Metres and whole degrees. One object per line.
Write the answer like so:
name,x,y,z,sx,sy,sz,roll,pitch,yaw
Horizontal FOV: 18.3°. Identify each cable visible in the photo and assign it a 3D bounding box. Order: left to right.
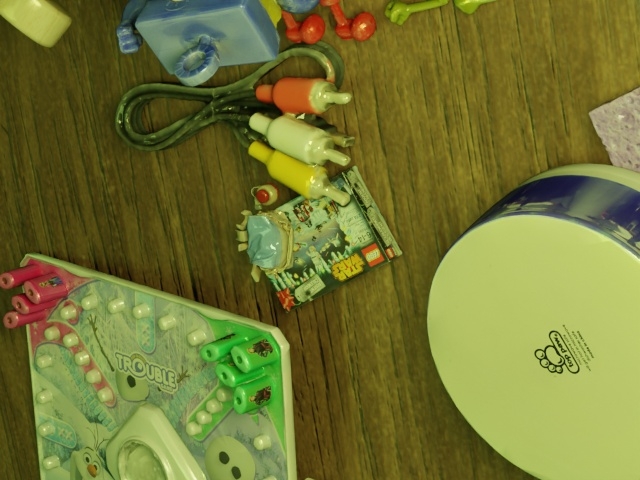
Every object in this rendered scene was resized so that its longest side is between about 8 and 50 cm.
cable,-0.082,-0.124,1.832,0.287,0.072,0.140,12,108,30

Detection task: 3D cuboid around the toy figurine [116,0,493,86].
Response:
toy figurine,-0.038,-0.187,1.645,0.362,0.217,0.191,-3,131,29

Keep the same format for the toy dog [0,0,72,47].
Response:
toy dog,-0.309,-0.331,1.837,0.220,0.161,0.334,-31,90,2

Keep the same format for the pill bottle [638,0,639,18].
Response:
pill bottle,0.294,-0.302,1.464,0.161,0.161,0.283,5,110,32

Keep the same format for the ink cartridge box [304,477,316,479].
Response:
ink cartridge box,0.017,0.308,1.929,0.198,0.067,0.115,18,117,25

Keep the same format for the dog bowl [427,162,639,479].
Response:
dog bowl,0.224,0.075,1.662,0.264,0.104,0.265,18,124,29

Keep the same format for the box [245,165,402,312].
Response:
box,0.000,0.000,1.850,0.137,0.027,0.094,-28,91,37

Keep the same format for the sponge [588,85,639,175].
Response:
sponge,0.328,-0.095,1.599,0.210,0.031,0.117,-26,91,37

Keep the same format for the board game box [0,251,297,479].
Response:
board game box,-0.176,0.236,1.987,0.390,0.050,0.390,15,115,42

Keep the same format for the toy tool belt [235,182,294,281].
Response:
toy tool belt,-0.053,-0.008,1.833,0.052,0.051,0.083,-1,105,34
